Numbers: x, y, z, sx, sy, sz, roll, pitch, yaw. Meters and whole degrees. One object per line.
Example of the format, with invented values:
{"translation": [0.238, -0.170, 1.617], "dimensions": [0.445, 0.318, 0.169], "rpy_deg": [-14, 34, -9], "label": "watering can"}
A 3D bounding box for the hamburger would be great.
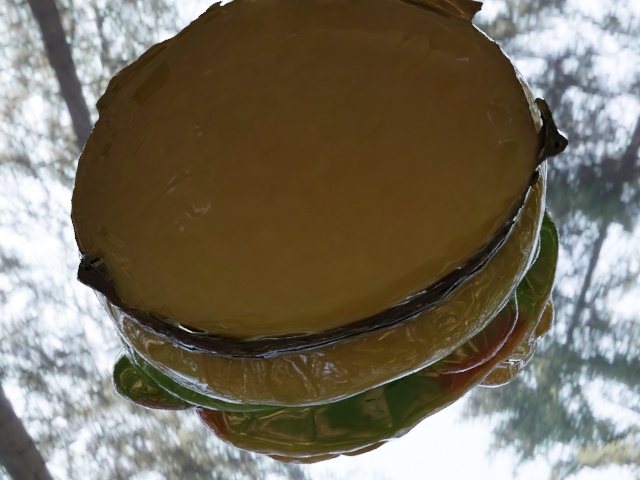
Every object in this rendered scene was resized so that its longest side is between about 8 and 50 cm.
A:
{"translation": [0.000, 0.000, 0.637], "dimensions": [0.237, 0.149, 0.237], "rpy_deg": [-6, -127, 9], "label": "hamburger"}
